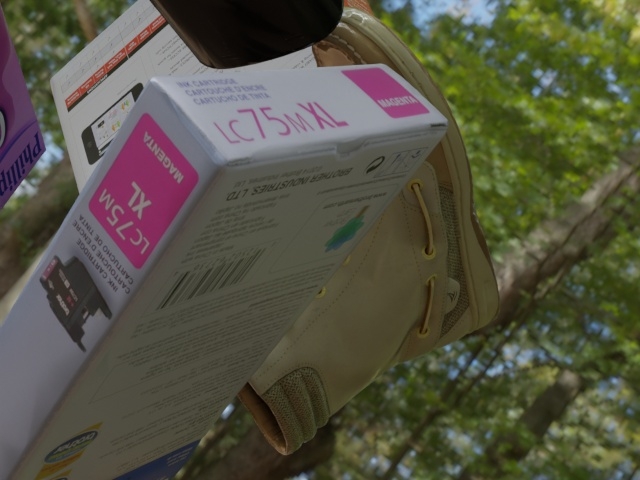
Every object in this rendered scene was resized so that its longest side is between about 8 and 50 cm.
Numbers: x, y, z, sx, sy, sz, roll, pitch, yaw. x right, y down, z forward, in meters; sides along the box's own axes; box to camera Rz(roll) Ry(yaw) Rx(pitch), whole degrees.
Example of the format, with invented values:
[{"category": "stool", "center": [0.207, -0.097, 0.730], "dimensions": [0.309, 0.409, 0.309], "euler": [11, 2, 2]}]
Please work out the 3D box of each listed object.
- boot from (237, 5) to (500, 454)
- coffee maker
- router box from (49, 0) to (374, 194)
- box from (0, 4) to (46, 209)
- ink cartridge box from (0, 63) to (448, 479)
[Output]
[{"category": "boot", "center": [0.000, 0.000, 0.754], "dimensions": [0.095, 0.203, 0.262], "euler": [34, -29, 52]}, {"category": "coffee maker", "center": [-0.071, -0.172, 0.631], "dimensions": [0.120, 0.171, 0.178], "euler": [11, -19, 30]}, {"category": "router box", "center": [-0.096, -0.130, 1.097], "dimensions": [0.082, 0.335, 0.301], "euler": [25, 37, -51]}, {"category": "box", "center": [-0.316, -0.106, 0.793], "dimensions": [0.117, 0.213, 0.243], "euler": [4, -51, 14]}, {"category": "ink cartridge box", "center": [-0.082, 0.045, 0.586], "dimensions": [0.065, 0.186, 0.311], "euler": [46, -59, 19]}]
